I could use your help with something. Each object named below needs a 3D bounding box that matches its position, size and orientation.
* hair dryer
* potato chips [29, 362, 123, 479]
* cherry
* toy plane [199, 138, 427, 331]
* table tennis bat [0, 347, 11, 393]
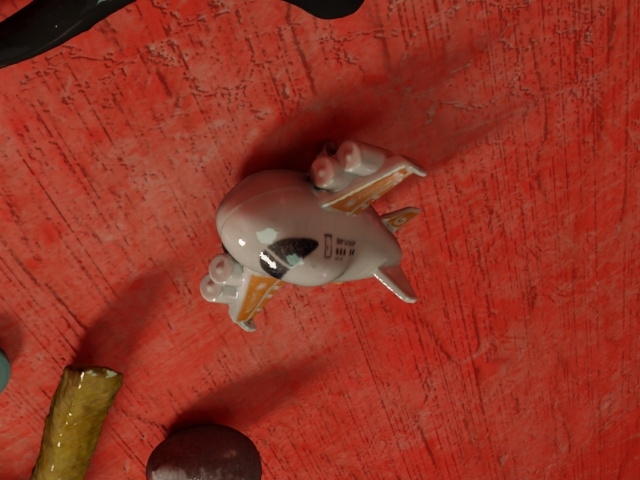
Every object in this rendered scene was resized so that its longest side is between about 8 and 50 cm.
[{"bbox_3d":[-0.146,-0.168,1.076,0.359,0.120,0.304,-25,167,13],"label":"hair dryer"},{"bbox_3d":[-0.265,0.225,1.580,0.057,0.080,0.407,2,140,-21],"label":"potato chips"},{"bbox_3d":[-0.157,0.286,1.738,0.188,0.115,0.148,-37,170,25],"label":"cherry"},{"bbox_3d":[0.000,0.000,1.415,0.245,0.117,0.244,-22,152,-12],"label":"toy plane"},{"bbox_3d":[-0.353,0.116,1.369,0.149,0.038,0.237,-16,153,-20],"label":"table tennis bat"}]
